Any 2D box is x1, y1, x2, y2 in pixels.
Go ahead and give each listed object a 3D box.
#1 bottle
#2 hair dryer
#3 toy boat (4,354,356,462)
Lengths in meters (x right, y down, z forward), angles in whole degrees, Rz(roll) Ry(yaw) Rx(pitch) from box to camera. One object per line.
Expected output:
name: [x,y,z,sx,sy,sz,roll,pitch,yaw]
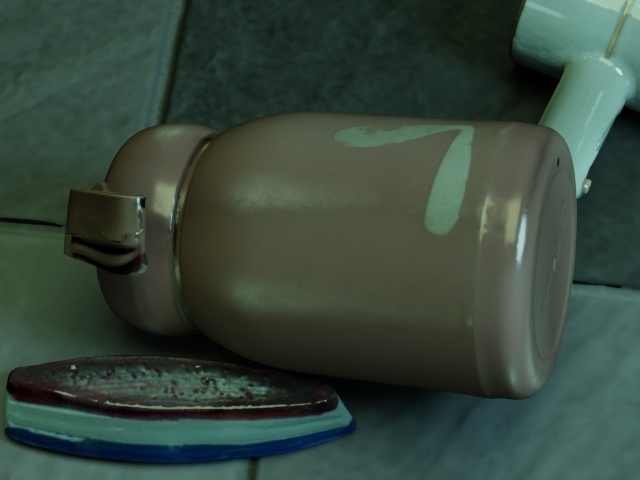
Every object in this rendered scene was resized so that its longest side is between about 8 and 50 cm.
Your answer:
bottle: [0.000,0.000,1.131,0.296,0.206,0.173,7,95,18]
hair dryer: [0.179,-0.050,1.268,0.173,0.107,0.357,23,66,13]
toy boat: [-0.090,0.105,1.163,0.228,0.046,0.080,4,52,2]
